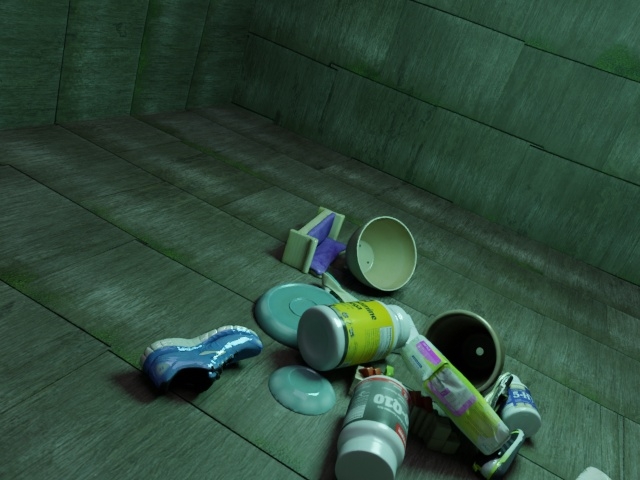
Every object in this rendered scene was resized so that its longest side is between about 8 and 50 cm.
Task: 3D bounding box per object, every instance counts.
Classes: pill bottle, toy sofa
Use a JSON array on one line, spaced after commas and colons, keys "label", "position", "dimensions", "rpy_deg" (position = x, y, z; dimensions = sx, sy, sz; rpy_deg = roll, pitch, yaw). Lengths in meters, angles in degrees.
[{"label": "pill bottle", "position": [0.110, 0.276, 1.746], "dimensions": [0.334, 0.187, 0.188], "rpy_deg": [-1, 31, -41]}, {"label": "toy sofa", "position": [0.000, 0.000, 2.336], "dimensions": [0.177, 0.150, 0.362], "rpy_deg": [23, 24, 12]}, {"label": "pill bottle", "position": [0.590, 0.496, 1.763], "dimensions": [0.112, 0.111, 0.186], "rpy_deg": [17, 24, -5]}, {"label": "pill bottle", "position": [0.132, 0.473, 1.420], "dimensions": [0.161, 0.161, 0.283], "rpy_deg": [21, 24, 5]}]

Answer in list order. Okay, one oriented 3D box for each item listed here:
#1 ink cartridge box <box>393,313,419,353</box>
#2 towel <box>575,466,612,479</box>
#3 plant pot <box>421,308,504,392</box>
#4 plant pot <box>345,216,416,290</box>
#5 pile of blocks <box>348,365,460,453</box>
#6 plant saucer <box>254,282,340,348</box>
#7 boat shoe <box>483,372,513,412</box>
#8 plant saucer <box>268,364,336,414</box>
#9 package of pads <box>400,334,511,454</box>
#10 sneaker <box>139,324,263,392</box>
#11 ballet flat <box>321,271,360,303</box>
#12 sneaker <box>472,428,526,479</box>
[{"label": "ink cartridge box", "position": [0.216, 0.303, 1.972], "dimensions": [0.233, 0.066, 0.189], "rpy_deg": [16, 24, -16]}, {"label": "towel", "position": [0.752, 0.740, 1.443], "dimensions": [0.317, 0.053, 0.332], "rpy_deg": [36, 28, 33]}, {"label": "plant pot", "position": [0.476, 0.356, 1.859], "dimensions": [0.263, 0.263, 0.229], "rpy_deg": [34, 11, 31]}, {"label": "plant pot", "position": [0.208, 0.057, 2.280], "dimensions": [0.284, 0.283, 0.191], "rpy_deg": [3, -7, -31]}, {"label": "pile of blocks", "position": [0.246, 0.441, 1.631], "dimensions": [0.362, 0.112, 0.149], "rpy_deg": [31, 27, 23]}, {"label": "plant saucer", "position": [-0.054, 0.232, 1.890], "dimensions": [0.318, 0.043, 0.317], "rpy_deg": [11, 31, -7]}, {"label": "boat shoe", "position": [0.533, 0.456, 1.716], "dimensions": [0.049, 0.056, 0.152], "rpy_deg": [20, 55, 45]}, {"label": "plant saucer", "position": [-0.045, 0.399, 1.602], "dimensions": [0.195, 0.037, 0.195], "rpy_deg": [15, 24, -7]}, {"label": "package of pads", "position": [0.361, 0.413, 1.567], "dimensions": [0.296, 0.101, 0.229], "rpy_deg": [47, 1, -12]}, {"label": "sneaker", "position": [-0.291, 0.324, 1.510], "dimensions": [0.330, 0.129, 0.147], "rpy_deg": [-9, 47, -36]}, {"label": "ballet flat", "position": [0.061, 0.200, 2.047], "dimensions": [0.086, 0.086, 0.248], "rpy_deg": [-4, 31, -41]}, {"label": "sneaker", "position": [0.482, 0.564, 1.576], "dimensions": [0.097, 0.084, 0.235], "rpy_deg": [30, 27, 26]}]
